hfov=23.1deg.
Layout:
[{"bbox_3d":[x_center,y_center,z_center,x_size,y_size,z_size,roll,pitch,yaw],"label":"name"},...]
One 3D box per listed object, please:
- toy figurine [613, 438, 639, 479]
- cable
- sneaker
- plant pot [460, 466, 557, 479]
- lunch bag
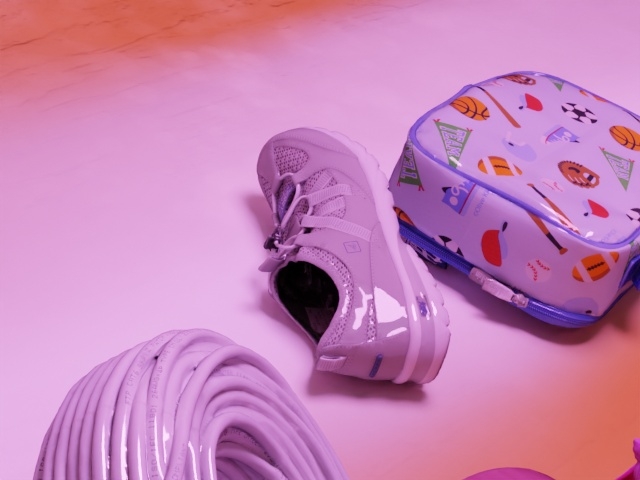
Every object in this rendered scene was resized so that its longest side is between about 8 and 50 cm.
[{"bbox_3d":[0.235,0.190,1.037,0.130,0.173,0.159,-21,26,-3],"label":"toy figurine"},{"bbox_3d":[-0.050,0.176,0.854,0.257,0.089,0.257,50,23,-35],"label":"cable"},{"bbox_3d":[0.000,0.000,1.242,0.115,0.105,0.281,-1,37,-27],"label":"sneaker"},{"bbox_3d":[0.135,0.227,0.895,0.201,0.201,0.180,3,19,-22],"label":"plant pot"},{"bbox_3d":[0.206,-0.040,1.400,0.243,0.115,0.303,31,34,17],"label":"lunch bag"}]
